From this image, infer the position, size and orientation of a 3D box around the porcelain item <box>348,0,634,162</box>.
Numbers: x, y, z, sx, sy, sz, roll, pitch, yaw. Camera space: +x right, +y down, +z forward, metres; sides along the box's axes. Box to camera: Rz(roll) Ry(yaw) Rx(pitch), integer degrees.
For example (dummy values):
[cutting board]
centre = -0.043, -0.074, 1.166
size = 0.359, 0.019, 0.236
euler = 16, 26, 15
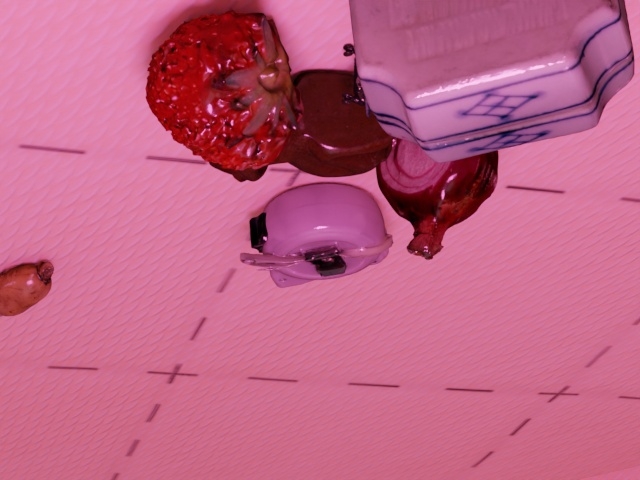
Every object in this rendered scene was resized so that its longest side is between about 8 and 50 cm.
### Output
[porcelain item]
centre = 0.174, -0.237, 1.803
size = 0.286, 0.281, 0.157
euler = -14, 150, 12

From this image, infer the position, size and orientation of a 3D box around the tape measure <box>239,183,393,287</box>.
[tape measure]
centre = -0.004, -0.001, 2.425
size = 0.196, 0.105, 0.178
euler = -13, 151, 18

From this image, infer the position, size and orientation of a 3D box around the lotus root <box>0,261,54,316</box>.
[lotus root]
centre = -0.448, 0.076, 2.545
size = 0.072, 0.063, 0.152
euler = 8, 148, -44

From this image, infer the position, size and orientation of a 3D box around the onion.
[onion]
centre = 0.156, -0.066, 2.230
size = 0.135, 0.198, 0.173
euler = 12, 167, -42

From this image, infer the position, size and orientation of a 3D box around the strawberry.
[strawberry]
centre = -0.123, -0.175, 1.998
size = 0.201, 0.184, 0.187
euler = 2, 170, 37

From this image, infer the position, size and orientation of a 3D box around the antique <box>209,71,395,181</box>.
[antique]
centre = -0.033, -0.134, 2.153
size = 0.257, 0.121, 0.143
euler = -6, 163, -13

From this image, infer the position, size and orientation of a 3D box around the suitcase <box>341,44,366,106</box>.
[suitcase]
centre = 0.093, -0.197, 2.081
size = 0.126, 0.086, 0.059
euler = 9, 165, -25
